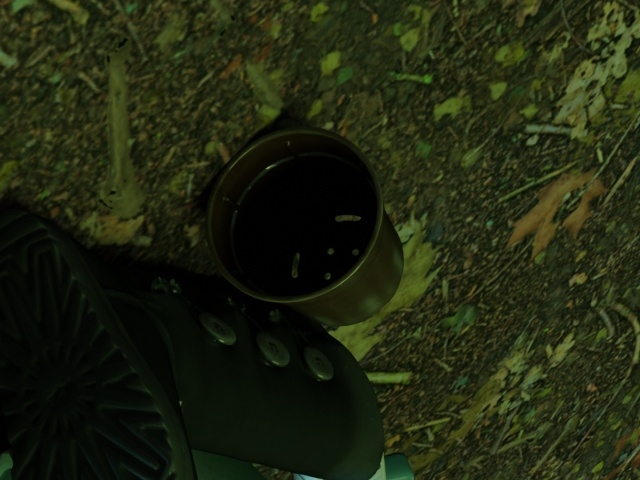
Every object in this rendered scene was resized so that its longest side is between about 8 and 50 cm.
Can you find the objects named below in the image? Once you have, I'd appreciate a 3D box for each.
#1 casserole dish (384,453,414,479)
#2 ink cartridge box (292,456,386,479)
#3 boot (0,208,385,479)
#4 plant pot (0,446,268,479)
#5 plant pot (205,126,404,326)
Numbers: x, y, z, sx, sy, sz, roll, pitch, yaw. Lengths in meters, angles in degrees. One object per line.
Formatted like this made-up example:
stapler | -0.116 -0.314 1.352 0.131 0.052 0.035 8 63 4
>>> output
casserole dish | 0.047 0.326 2.071 0.188 0.037 0.114 -8 131 -43
ink cartridge box | 0.020 0.253 1.942 0.099 0.056 0.135 -32 145 -18
boot | -0.089 0.173 1.472 0.146 0.367 0.445 -33 151 18
plant pot | -0.177 0.286 1.567 0.252 0.248 0.247 -38 169 -51
plant pot | 0.000 0.000 1.564 0.167 0.167 0.165 -46 154 0
